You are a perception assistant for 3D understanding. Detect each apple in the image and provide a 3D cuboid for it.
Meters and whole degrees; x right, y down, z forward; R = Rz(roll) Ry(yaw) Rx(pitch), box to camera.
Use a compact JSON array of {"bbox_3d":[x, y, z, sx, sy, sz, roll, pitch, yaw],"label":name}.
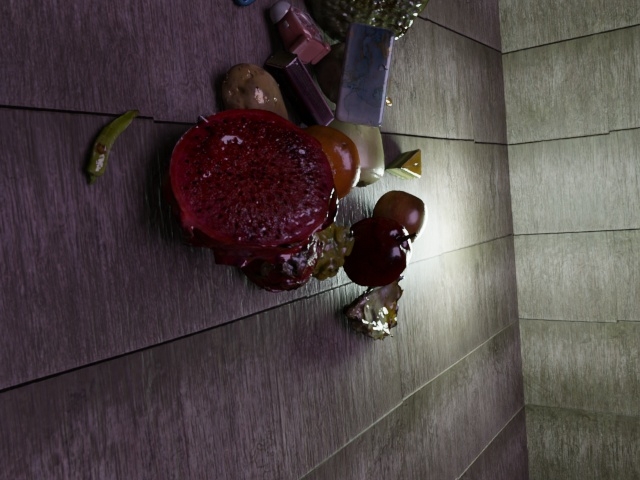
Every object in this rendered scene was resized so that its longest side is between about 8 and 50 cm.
[{"bbox_3d":[0.273,-0.075,2.080,0.188,0.188,0.174,40,62,-47],"label":"apple"}]

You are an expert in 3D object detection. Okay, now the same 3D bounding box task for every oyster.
[{"bbox_3d":[0.176,0.245,2.005,0.361,0.096,0.221,-18,108,-54],"label":"oyster"}]

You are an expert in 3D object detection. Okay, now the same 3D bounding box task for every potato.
[{"bbox_3d":[-0.157,-0.345,1.530,0.161,0.128,0.235,-54,135,-36],"label":"potato"}]

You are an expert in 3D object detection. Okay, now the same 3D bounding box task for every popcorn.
[{"bbox_3d":[0.000,0.002,1.697,0.189,0.169,0.218,-51,134,-41],"label":"popcorn"}]

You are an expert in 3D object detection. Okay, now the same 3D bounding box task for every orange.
[{"bbox_3d":[0.003,-0.213,1.684,0.170,0.224,0.224,-75,152,-71],"label":"orange"}]

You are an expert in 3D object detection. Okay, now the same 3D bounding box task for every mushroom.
[{"bbox_3d":[0.099,-0.509,1.837,0.255,0.184,0.255,10,62,-20],"label":"mushroom"}]

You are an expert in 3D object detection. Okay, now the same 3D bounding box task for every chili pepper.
[{"bbox_3d":[-0.425,-0.207,1.216,0.049,0.043,0.208,40,55,-31],"label":"chili pepper"}]

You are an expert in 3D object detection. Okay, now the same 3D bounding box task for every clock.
[{"bbox_3d":[-0.067,-0.586,1.688,0.166,0.092,0.162,-5,64,-60],"label":"clock"}]

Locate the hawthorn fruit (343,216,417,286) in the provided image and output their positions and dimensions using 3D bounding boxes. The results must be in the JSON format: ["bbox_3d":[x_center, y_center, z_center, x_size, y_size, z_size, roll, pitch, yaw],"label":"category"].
[{"bbox_3d":[0.200,0.024,1.890,0.210,0.266,0.230,39,43,-34],"label":"hawthorn fruit"}]

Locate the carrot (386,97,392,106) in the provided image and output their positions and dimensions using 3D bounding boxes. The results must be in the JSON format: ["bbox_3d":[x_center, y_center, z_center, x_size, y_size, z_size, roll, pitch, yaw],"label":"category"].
[{"bbox_3d":[0.211,-0.516,2.143,0.191,0.047,0.047,4,85,-61],"label":"carrot"}]

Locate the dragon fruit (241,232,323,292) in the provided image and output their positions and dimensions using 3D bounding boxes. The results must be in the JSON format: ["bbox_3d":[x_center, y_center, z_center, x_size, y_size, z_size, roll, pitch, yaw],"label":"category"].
[{"bbox_3d":[-0.092,0.032,1.500,0.223,0.148,0.218,-20,103,-10],"label":"dragon fruit"}]

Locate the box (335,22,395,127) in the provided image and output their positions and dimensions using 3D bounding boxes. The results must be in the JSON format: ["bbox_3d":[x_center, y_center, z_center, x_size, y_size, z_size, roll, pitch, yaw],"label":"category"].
[{"bbox_3d":[0.129,-0.475,1.727,0.044,0.142,0.285,-169,-93,-83],"label":"box"}]

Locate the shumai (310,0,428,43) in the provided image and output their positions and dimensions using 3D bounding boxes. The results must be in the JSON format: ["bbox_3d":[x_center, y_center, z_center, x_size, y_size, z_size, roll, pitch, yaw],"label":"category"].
[{"bbox_3d":[0.153,-0.828,1.858,0.324,0.397,0.323,27,42,-31],"label":"shumai"}]

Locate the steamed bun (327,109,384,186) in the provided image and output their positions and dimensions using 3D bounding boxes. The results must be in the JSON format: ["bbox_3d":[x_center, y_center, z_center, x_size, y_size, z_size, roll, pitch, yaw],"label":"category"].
[{"bbox_3d":[0.103,-0.291,1.864,0.273,0.166,0.232,14,78,-54],"label":"steamed bun"}]

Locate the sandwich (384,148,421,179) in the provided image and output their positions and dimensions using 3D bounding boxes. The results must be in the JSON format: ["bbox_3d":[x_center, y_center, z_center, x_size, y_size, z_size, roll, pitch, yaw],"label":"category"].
[{"bbox_3d":[0.307,-0.300,2.235,0.163,0.079,0.113,12,76,-53],"label":"sandwich"}]

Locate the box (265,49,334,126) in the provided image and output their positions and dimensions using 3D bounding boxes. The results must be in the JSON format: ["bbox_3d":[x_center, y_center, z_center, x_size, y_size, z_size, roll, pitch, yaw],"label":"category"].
[{"bbox_3d":[-0.057,-0.422,1.684,0.069,0.120,0.224,-44,131,-10],"label":"box"}]

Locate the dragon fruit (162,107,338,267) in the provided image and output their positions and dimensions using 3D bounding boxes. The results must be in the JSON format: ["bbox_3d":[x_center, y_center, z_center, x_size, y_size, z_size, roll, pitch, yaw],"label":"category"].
[{"bbox_3d":[-0.167,-0.097,1.364,0.386,0.249,0.371,-35,77,-27],"label":"dragon fruit"}]

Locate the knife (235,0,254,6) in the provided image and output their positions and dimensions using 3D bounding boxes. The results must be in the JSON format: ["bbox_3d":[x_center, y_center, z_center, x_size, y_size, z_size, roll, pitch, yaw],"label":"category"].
[{"bbox_3d":[-0.132,-0.688,1.601,0.244,0.032,0.058,-37,132,-27],"label":"knife"}]
